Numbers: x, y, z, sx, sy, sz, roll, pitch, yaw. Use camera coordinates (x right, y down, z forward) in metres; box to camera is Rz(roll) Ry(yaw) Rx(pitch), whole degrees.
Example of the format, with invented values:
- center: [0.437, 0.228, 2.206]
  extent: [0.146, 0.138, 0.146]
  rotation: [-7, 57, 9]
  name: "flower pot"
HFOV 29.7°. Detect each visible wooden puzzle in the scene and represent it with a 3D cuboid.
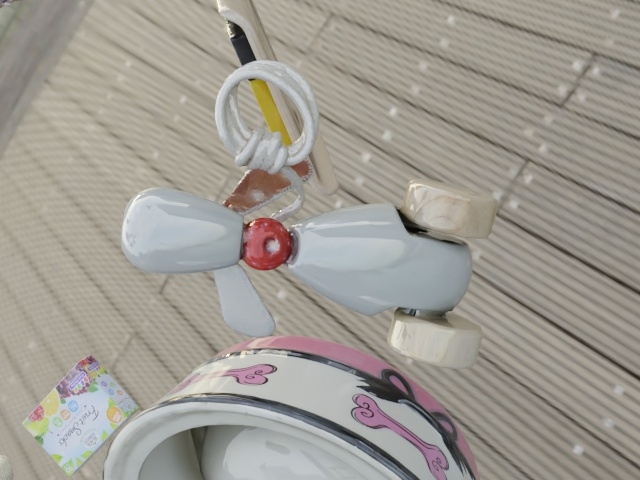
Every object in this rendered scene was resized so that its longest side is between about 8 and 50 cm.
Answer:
- center: [-0.060, -0.182, 1.308]
  extent: [0.044, 0.239, 0.221]
  rotation: [-26, 31, 5]
  name: "wooden puzzle"

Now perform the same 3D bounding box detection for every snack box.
- center: [-0.325, 0.238, 1.635]
  extent: [0.141, 0.100, 0.037]
  rotation: [-46, -4, 25]
  name: "snack box"

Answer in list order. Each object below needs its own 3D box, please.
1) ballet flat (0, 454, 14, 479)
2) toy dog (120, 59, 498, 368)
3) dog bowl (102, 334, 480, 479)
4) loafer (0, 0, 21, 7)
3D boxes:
- center: [-0.477, 0.361, 1.631]
  extent: [0.168, 0.057, 0.052]
  rotation: [-48, 5, -16]
  name: "ballet flat"
- center: [0.000, 0.000, 1.073]
  extent: [0.220, 0.333, 0.161]
  rotation: [-59, 14, -1]
  name: "toy dog"
- center: [-0.014, 0.271, 1.266]
  extent: [0.408, 0.408, 0.150]
  rotation: [-26, 21, 38]
  name: "dog bowl"
- center: [-0.209, -0.276, 1.135]
  extent: [0.366, 0.130, 0.134]
  rotation: [-21, 30, 27]
  name: "loafer"
